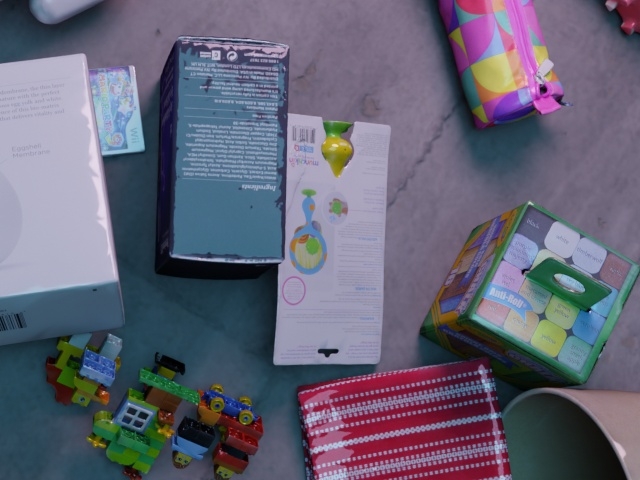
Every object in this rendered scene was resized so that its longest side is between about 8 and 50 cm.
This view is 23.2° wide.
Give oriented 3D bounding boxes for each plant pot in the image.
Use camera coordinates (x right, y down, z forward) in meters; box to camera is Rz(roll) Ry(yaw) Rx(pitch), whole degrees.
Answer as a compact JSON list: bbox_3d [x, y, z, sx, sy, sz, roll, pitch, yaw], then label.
[{"bbox_3d":[0.338,0.252,1.485,0.274,0.256,0.256,-5,83,-26],"label":"plant pot"}]

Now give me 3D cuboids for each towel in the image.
[{"bbox_3d":[0.088,0.261,1.489,0.199,0.031,0.275,-10,84,9],"label":"towel"}]

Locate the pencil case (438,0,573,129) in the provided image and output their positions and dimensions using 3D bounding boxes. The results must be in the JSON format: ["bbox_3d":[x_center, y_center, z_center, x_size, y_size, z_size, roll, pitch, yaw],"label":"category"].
[{"bbox_3d":[0.174,-0.228,1.573,0.104,0.104,0.236,-18,86,-13],"label":"pencil case"}]

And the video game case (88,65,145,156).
[{"bbox_3d":[-0.237,-0.122,1.518,0.122,0.011,0.087,-7,84,-13],"label":"video game case"}]

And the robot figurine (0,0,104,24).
[{"bbox_3d":[-0.275,-0.350,1.444,0.353,0.200,0.300,-34,110,-14],"label":"robot figurine"}]

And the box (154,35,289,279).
[{"bbox_3d":[-0.095,-0.072,1.468,0.108,0.153,0.207,3,81,-11],"label":"box"}]

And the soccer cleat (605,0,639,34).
[{"bbox_3d":[0.315,-0.295,1.623,0.248,0.083,0.095,38,72,-2],"label":"soccer cleat"}]

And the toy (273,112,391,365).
[{"bbox_3d":[0.000,0.000,1.516,0.137,0.056,0.237,3,92,-40],"label":"toy"}]

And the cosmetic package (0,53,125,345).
[{"bbox_3d":[-0.303,-0.028,1.396,0.224,0.138,0.224,-8,71,-7],"label":"cosmetic package"}]

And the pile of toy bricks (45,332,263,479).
[{"bbox_3d":[-0.163,0.176,1.456,0.212,0.118,0.105,26,110,-16],"label":"pile of toy bricks"}]

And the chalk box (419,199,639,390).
[{"bbox_3d":[0.204,0.056,1.481,0.132,0.213,0.132,30,78,-6],"label":"chalk box"}]
